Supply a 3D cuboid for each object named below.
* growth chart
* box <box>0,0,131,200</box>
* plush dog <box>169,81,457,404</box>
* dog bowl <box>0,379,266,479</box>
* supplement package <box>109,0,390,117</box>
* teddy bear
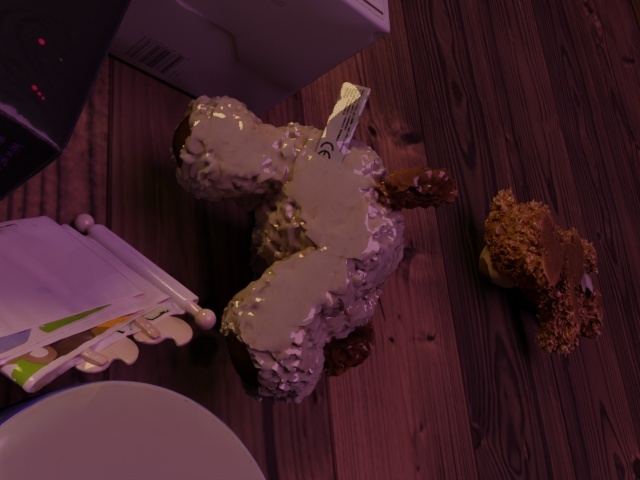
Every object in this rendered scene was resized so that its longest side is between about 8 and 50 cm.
[{"bbox_3d":[-0.195,0.036,0.494,0.172,0.021,0.237,40,29,26],"label":"growth chart"},{"bbox_3d":[-0.283,-0.161,0.467,0.270,0.143,0.165,35,48,-33],"label":"box"},{"bbox_3d":[0.000,0.000,0.667,0.225,0.211,0.262,96,-24,-77],"label":"plush dog"},{"bbox_3d":[-0.145,0.224,0.458,0.265,0.104,0.264,25,54,-39],"label":"dog bowl"},{"bbox_3d":[-0.100,-0.254,0.672,0.262,0.204,0.145,23,56,-40],"label":"supplement package"},{"bbox_3d":[0.330,0.048,1.104,0.338,0.113,0.245,0,78,-57],"label":"teddy bear"}]
